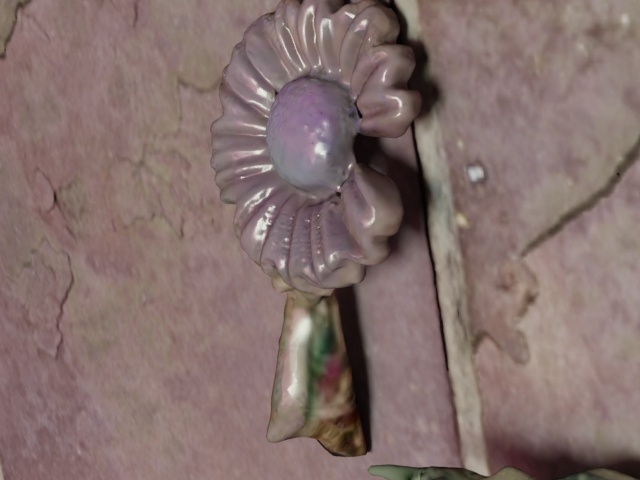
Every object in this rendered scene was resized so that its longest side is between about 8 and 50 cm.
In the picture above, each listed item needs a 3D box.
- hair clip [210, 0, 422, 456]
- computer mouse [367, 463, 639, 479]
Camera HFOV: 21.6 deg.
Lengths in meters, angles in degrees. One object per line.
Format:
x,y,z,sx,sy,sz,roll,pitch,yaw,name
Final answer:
-0.006,0.004,0.991,0.173,0.069,0.300,25,123,46,hair clip
0.142,0.208,0.793,0.389,0.199,0.115,23,134,48,computer mouse
